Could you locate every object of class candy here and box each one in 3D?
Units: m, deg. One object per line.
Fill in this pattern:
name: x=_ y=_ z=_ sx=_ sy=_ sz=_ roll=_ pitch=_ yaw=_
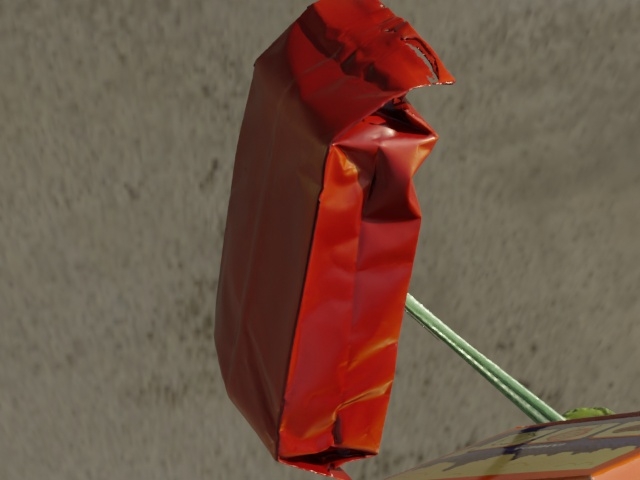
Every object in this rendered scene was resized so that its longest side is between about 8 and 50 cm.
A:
candy: x=0.189 y=0.145 z=1.976 sx=0.335 sy=0.093 sz=0.092 roll=41 pitch=53 yaw=-19

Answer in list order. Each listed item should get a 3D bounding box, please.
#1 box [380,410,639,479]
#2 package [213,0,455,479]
box: x=0.244 y=0.338 z=1.689 sx=0.257 sy=0.319 sz=0.348 roll=-15 pitch=90 yaw=-41
package: x=0.000 y=0.001 z=1.758 sx=0.123 sy=0.423 sz=0.196 roll=-2 pitch=28 yaw=-26
